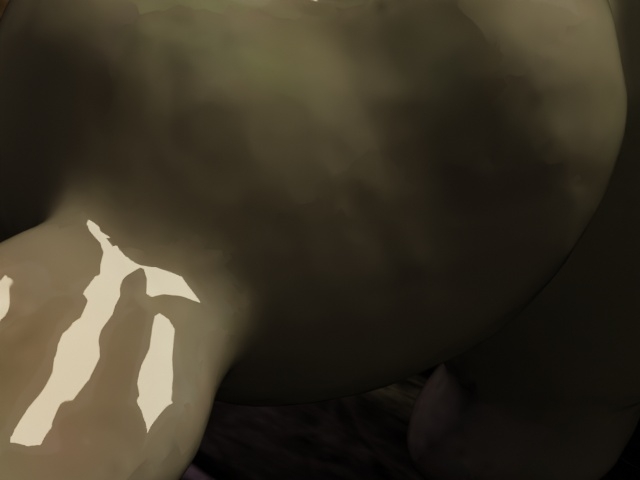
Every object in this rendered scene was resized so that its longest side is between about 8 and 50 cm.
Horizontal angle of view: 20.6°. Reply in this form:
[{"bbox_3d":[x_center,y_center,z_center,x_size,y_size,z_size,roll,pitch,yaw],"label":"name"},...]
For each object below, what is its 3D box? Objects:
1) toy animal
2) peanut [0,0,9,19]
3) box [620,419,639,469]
[{"bbox_3d":[0.004,-0.010,0.527,0.367,0.241,0.196,-7,24,-41],"label":"toy animal"},{"bbox_3d":[-0.238,-0.150,0.761,0.298,0.120,0.136,13,13,-34],"label":"peanut"},{"bbox_3d":[0.117,0.012,0.751,0.345,0.134,0.097,32,53,25],"label":"box"}]
